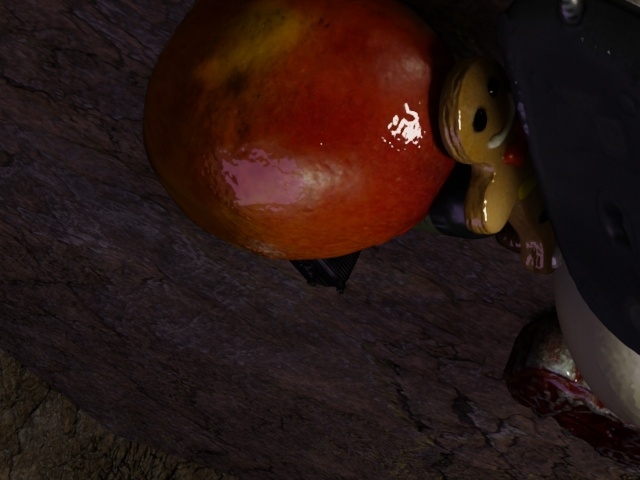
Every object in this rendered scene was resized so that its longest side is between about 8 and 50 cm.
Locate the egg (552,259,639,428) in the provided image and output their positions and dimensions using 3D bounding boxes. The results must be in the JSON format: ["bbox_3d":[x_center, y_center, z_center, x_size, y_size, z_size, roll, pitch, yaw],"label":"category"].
[{"bbox_3d":[0.329,0.073,1.567,0.264,0.174,0.286,16,154,12],"label":"egg"}]

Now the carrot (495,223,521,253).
[{"bbox_3d":[0.254,0.010,1.729,0.165,0.035,0.035,16,161,19],"label":"carrot"}]

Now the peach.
[{"bbox_3d":[-0.012,-0.100,1.432,0.281,0.238,0.281,4,120,8],"label":"peach"}]

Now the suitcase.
[{"bbox_3d":[0.000,0.000,1.954,0.059,0.086,0.126,13,159,30],"label":"suitcase"}]

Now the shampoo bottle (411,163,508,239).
[{"bbox_3d":[0.113,-0.056,1.617,0.284,0.101,0.101,9,156,40],"label":"shampoo bottle"}]

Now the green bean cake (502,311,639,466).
[{"bbox_3d":[0.330,0.179,2.004,0.233,0.097,0.198,28,163,-10],"label":"green bean cake"}]

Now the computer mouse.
[{"bbox_3d":[0.257,-0.062,1.337,0.188,0.122,0.371,23,145,48],"label":"computer mouse"}]

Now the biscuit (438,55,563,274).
[{"bbox_3d":[0.168,-0.071,1.410,0.035,0.158,0.240,8,162,36],"label":"biscuit"}]
